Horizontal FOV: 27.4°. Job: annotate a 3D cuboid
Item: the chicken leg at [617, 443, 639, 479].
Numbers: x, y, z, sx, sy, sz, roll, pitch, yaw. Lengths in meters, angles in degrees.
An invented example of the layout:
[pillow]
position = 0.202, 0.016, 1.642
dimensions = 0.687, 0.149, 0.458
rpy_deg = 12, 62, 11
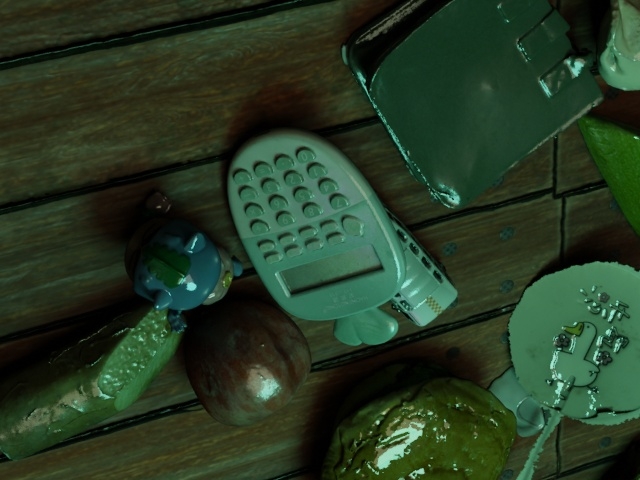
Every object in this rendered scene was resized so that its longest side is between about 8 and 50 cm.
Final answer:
[chicken leg]
position = 0.495, 0.440, 2.007
dimensions = 0.211, 0.140, 0.361
rpy_deg = 26, 101, -42

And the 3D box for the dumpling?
[dumpling]
position = 0.387, -0.259, 1.583
dimensions = 0.111, 0.155, 0.181
rpy_deg = -2, 164, 10

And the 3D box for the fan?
[fan]
position = 0.336, 0.212, 1.805
dimensions = 0.233, 0.012, 0.415
rpy_deg = 28, 111, 9

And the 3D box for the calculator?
[calculator]
position = 0.000, 0.000, 1.532
dimensions = 0.184, 0.042, 0.295
rpy_deg = -17, 114, 27

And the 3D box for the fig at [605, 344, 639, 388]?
[fig]
position = 0.453, 0.155, 1.851
dimensions = 0.177, 0.117, 0.117
rpy_deg = -8, 121, -37

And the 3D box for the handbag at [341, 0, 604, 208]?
[handbag]
position = 0.185, -0.197, 1.545
dimensions = 0.260, 0.079, 0.247
rpy_deg = -37, 126, -2

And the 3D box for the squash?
[squash]
position = 0.483, -0.103, 1.714
dimensions = 0.203, 0.111, 0.289
rpy_deg = -36, 124, -3

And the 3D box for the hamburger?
[hamburger]
position = 0.130, 0.295, 1.765
dimensions = 0.284, 0.134, 0.266
rpy_deg = 5, 113, -24

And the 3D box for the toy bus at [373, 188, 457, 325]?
[toy bus]
position = 0.091, 0.024, 1.620
dimensions = 0.087, 0.089, 0.194
rpy_deg = -41, 125, 2

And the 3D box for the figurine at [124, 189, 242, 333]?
[figurine]
position = -0.165, 0.022, 1.495
dimensions = 0.114, 0.144, 0.178
rpy_deg = -49, 160, 8

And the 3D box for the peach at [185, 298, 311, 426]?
[peach]
position = -0.093, 0.138, 1.587
dimensions = 0.152, 0.152, 0.152
rpy_deg = -11, 121, -18

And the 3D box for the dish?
[dish]
position = 0.293, 0.239, 1.863
dimensions = 0.091, 0.039, 0.137
rpy_deg = -35, 124, -2

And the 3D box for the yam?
[yam]
position = -0.267, 0.159, 1.533
dimensions = 0.259, 0.106, 0.106
rpy_deg = -28, 125, -6
